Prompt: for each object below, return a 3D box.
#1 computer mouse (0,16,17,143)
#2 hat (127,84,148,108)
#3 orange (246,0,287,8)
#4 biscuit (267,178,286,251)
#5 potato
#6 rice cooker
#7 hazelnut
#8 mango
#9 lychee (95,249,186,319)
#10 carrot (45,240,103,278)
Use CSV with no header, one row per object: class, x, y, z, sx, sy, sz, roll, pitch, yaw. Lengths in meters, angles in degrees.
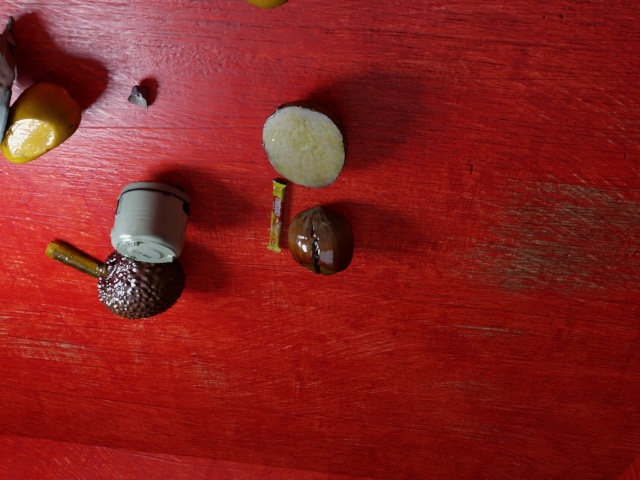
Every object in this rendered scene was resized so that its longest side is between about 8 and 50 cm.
computer mouse,-0.862,-0.388,1.416,0.115,0.199,0.388,9,101,-43
hat,-0.495,-0.397,1.517,0.058,0.042,0.087,21,165,-7
orange,-0.122,-0.594,1.228,0.156,0.124,0.156,2,130,2
biscuit,-0.138,-0.075,1.764,0.048,0.026,0.291,22,134,14
potato,-0.036,-0.280,1.508,0.239,0.116,0.299,12,144,6
rice cooker,-0.513,-0.061,1.687,0.226,0.244,0.226,2,160,1
hazelnut,-0.001,0.002,1.713,0.212,0.181,0.181,6,153,16
mango,-0.771,-0.319,1.514,0.290,0.191,0.160,-33,129,27
lychee,-0.601,0.133,1.852,0.304,0.275,0.276,21,134,-40
carrot,-0.823,0.093,1.987,0.314,0.066,0.066,30,129,-22
